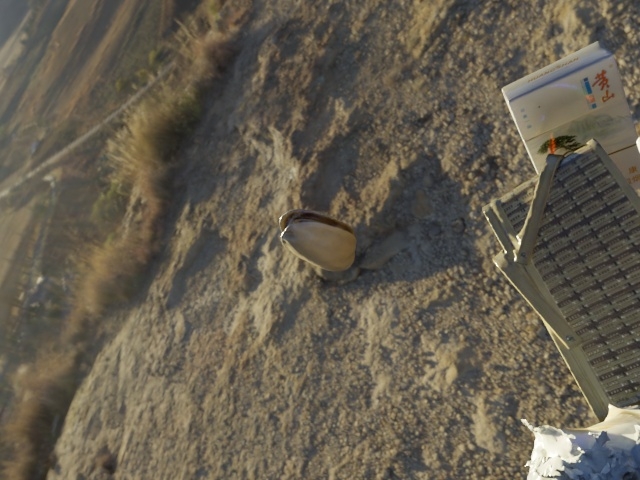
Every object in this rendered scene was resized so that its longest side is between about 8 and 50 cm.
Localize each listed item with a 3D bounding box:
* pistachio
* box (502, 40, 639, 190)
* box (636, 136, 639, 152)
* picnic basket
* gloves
[{"bbox_3d":[0.000,0.000,1.380,0.152,0.223,0.126,-31,45,31],"label":"pistachio"},{"bbox_3d":[0.390,-0.159,0.871,0.150,0.233,0.067,-25,30,19],"label":"box"},{"bbox_3d":[0.368,0.018,0.332,0.265,0.048,0.273,-19,81,34],"label":"box"},{"bbox_3d":[0.354,0.061,0.722,0.175,0.228,0.312,-34,58,22],"label":"picnic basket"},{"bbox_3d":[0.164,0.171,0.308,0.070,0.115,0.153,168,97,-68],"label":"gloves"}]
